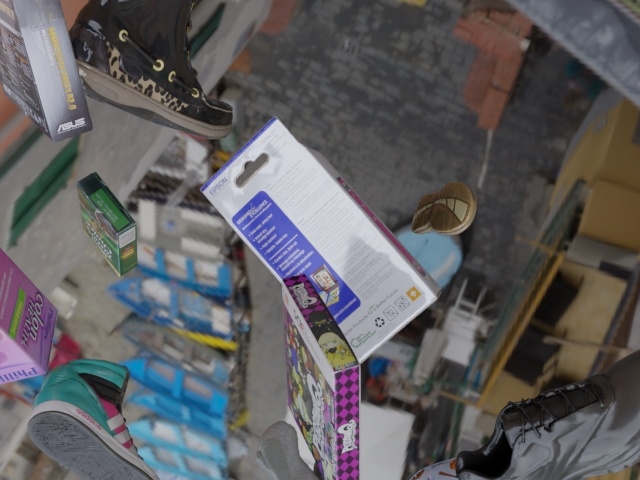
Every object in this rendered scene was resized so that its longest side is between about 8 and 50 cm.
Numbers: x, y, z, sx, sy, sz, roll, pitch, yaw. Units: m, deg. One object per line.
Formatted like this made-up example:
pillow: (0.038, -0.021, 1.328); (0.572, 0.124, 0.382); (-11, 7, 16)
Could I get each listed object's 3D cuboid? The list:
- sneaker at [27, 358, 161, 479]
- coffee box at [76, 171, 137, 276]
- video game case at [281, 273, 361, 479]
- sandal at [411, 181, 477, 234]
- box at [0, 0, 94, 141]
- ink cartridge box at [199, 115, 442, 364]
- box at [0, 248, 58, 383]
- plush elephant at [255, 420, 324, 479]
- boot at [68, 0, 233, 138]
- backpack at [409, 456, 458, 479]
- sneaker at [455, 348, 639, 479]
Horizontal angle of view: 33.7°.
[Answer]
sneaker: (-0.317, 0.279, 1.561); (0.124, 0.178, 0.295); (-20, 128, 14)
coffee box: (-0.340, -0.022, 1.690); (0.113, 0.040, 0.184); (50, 159, 11)
video game case: (0.001, 0.196, 1.408); (0.042, 0.210, 0.232); (-12, 125, -15)
sandal: (0.172, -0.034, 1.402); (0.049, 0.072, 0.180); (22, 171, -13)
box: (-0.366, -0.244, 1.321); (0.231, 0.056, 0.183); (35, 141, 52)
ink cartridge box: (0.000, 0.000, 1.626); (0.176, 0.069, 0.371); (-42, 89, 18)
box: (-0.522, 0.097, 1.450); (0.213, 0.117, 0.243); (-14, 139, 14)
plush elephant: (-0.010, 0.468, 1.597); (0.330, 0.272, 0.255); (33, 174, 22)
boot: (-0.222, -0.319, 1.592); (0.138, 0.284, 0.377); (23, -175, 35)
backpack: (0.253, 0.528, 1.909); (0.263, 0.276, 0.213); (-31, 115, 34)
sneaker: (0.278, 0.220, 1.213); (0.130, 0.109, 0.286); (41, 102, -22)
